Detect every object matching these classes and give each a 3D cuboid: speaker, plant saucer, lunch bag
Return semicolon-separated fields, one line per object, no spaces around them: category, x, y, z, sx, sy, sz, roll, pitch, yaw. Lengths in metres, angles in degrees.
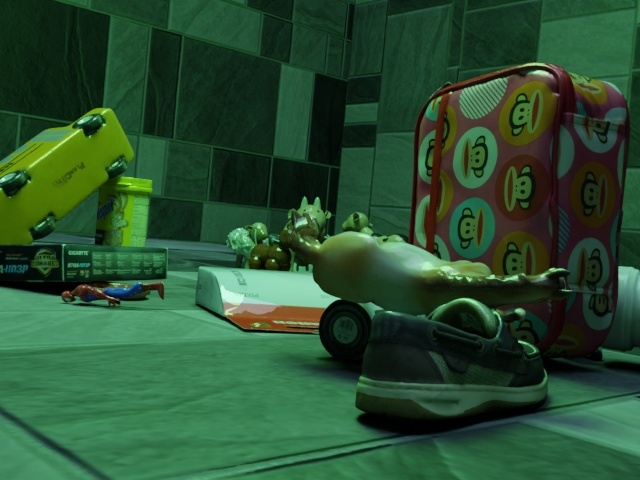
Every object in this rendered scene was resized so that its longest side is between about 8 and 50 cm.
speaker;0.052;0.079;0.718;0.055;0.055;0.136;6;1;28
plant saucer;-0.264;0.066;0.988;0.083;0.013;0.083;6;2;0
lunch bag;0.187;-0.028;0.814;0.120;0.293;0.258;6;-3;-32

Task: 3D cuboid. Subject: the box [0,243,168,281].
box;-0.352;0.032;1.073;0.175;0.051;0.220;0;-2;26

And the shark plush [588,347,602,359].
shark plush;0.290;0.092;0.865;0.073;0.067;0.161;5;1;26

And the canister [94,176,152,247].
canister;-0.360;-0.028;1.373;0.073;0.170;0.126;4;1;-37

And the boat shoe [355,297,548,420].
boat shoe;0.104;0.078;0.532;0.080;0.073;0.223;5;1;38

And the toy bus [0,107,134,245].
toy bus;-0.463;-0.094;1.252;0.130;0.108;0.332;2;38;36

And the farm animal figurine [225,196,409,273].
farm animal figurine;0.000;0.000;1.566;0.330;0.172;0.327;5;1;-22

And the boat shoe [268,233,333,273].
boat shoe;0.001;0.030;1.818;0.301;0.102;0.108;6;1;31

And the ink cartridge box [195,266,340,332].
ink cartridge box;-0.035;0.069;0.921;0.189;0.066;0.232;5;-3;-22

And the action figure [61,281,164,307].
action figure;-0.242;0.063;0.885;0.115;0.030;0.038;0;-4;-7

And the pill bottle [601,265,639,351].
pill bottle;0.390;0.078;0.749;0.208;0.117;0.117;6;1;29

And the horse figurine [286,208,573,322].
horse figurine;0.075;0.029;0.645;0.263;0.066;0.174;14;1;18
